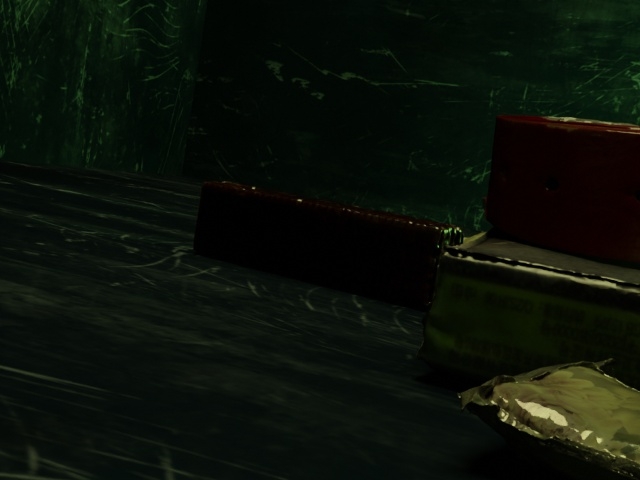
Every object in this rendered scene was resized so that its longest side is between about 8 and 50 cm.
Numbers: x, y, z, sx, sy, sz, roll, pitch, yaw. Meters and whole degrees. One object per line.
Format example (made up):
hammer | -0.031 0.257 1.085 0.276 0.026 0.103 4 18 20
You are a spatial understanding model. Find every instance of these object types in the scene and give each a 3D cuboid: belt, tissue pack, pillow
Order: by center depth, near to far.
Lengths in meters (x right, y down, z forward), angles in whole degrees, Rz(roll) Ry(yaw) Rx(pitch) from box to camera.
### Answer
pillow | 0.207 0.126 0.473 0.255 0.059 0.169 17 9 43
tissue pack | 0.311 0.082 0.746 0.394 0.124 0.288 12 7 21
belt | 0.277 -0.057 0.836 0.227 0.115 0.324 6 10 -1

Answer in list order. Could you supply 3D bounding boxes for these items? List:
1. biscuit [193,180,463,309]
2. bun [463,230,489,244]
biscuit | 0.000 0.000 1.163 0.388 0.107 0.073 13 7 29
bun | 0.240 0.038 1.170 0.188 0.111 0.164 0 7 -43
